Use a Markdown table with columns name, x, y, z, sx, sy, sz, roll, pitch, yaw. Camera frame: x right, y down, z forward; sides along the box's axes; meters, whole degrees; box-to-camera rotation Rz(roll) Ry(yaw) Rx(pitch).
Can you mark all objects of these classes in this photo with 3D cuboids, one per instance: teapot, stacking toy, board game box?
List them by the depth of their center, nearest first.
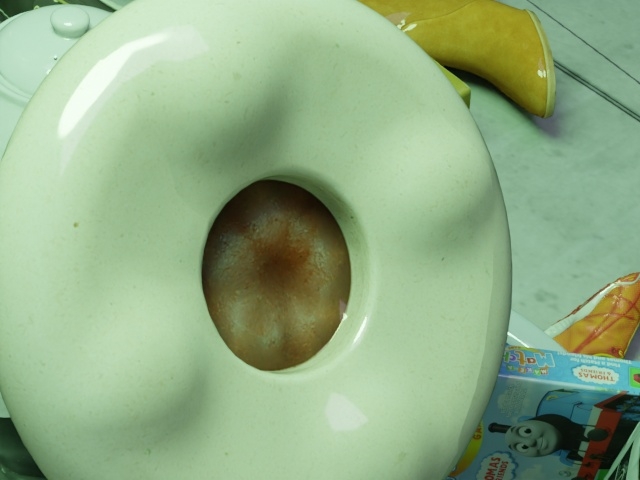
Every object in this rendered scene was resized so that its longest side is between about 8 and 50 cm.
| name | x | y | z | sx | sy | sz | roll | pitch | yaw |
| --- | --- | --- | --- | --- | --- | --- | --- | --- | --- |
| stacking toy | -0.135 | 0.028 | 0.880 | 0.350 | 0.350 | 0.480 | -29 | 14 | -32 |
| board game box | 0.144 | 0.144 | 0.932 | 0.211 | 0.160 | 0.039 | 8 | 43 | 0 |
| teapot | -0.234 | -0.128 | 1.131 | 0.252 | 0.187 | 0.256 | 22 | 46 | 14 |

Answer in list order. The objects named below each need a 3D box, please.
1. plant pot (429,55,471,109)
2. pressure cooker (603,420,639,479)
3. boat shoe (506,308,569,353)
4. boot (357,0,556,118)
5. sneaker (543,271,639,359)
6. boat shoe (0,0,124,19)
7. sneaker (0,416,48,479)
| name | x | y | z | sx | sy | sz | roll | pitch | yaw |
| --- | --- | --- | --- | --- | --- | --- | --- | --- | --- |
| plant pot | 0.094 | -0.128 | 1.265 | 0.083 | 0.081 | 0.081 | -34 | 58 | -21 |
| pressure cooker | 0.362 | 0.201 | 0.723 | 0.375 | 0.420 | 0.370 | -4 | 48 | -13 |
| boat shoe | 0.091 | 0.092 | 1.036 | 0.302 | 0.109 | 0.094 | 29 | 63 | 31 |
| boot | 0.116 | -0.215 | 1.351 | 0.211 | 0.104 | 0.295 | -9 | 42 | -11 |
| sneaker | 0.248 | 0.083 | 1.096 | 0.175 | 0.064 | 0.067 | -32 | 77 | -28 |
| boat shoe | -0.261 | -0.225 | 1.300 | 0.228 | 0.081 | 0.069 | 25 | 42 | 13 |
| sneaker | -0.192 | 0.187 | 0.888 | 0.341 | 0.125 | 0.139 | 17 | 24 | 5 |
